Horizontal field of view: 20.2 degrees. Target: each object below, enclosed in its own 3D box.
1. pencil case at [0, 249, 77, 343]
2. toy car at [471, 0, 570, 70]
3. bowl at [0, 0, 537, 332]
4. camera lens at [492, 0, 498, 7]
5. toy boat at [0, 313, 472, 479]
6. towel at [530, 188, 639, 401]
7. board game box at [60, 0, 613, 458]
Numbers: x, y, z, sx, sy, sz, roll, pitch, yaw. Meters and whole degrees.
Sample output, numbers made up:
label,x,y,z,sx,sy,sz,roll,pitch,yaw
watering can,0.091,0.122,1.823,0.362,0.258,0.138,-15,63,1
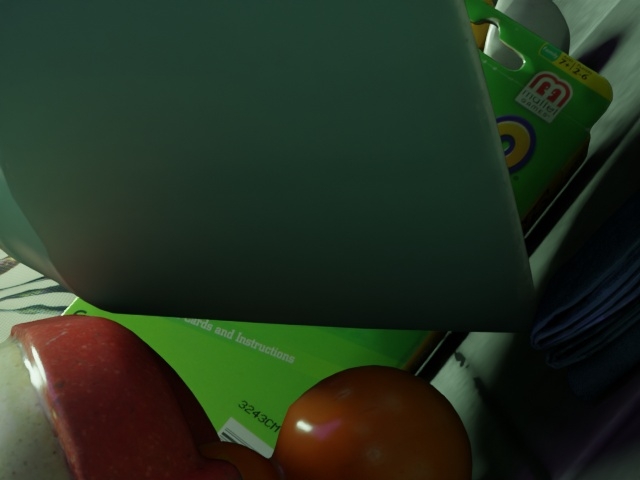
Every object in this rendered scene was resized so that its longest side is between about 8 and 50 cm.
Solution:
label,x,y,z,sx,sy,sz,roll,pitch,yaw
pencil case,-0.117,0.075,0.906,0.183,0.160,0.410,-15,20,19
toy car,0.031,-0.059,0.905,0.182,0.159,0.136,-57,-24,-48
bowl,-0.047,-0.097,0.596,0.163,0.311,0.311,-17,10,3
camera lens,0.037,-0.212,1.285,0.274,0.219,0.219,-47,7,13
toy boat,-0.027,0.083,0.533,0.151,0.151,0.231,-19,2,-11
towel,0.109,-0.010,0.508,0.119,0.029,0.067,-46,7,27
board game box,-0.003,0.005,0.732,0.259,0.124,0.039,-51,-17,-11
